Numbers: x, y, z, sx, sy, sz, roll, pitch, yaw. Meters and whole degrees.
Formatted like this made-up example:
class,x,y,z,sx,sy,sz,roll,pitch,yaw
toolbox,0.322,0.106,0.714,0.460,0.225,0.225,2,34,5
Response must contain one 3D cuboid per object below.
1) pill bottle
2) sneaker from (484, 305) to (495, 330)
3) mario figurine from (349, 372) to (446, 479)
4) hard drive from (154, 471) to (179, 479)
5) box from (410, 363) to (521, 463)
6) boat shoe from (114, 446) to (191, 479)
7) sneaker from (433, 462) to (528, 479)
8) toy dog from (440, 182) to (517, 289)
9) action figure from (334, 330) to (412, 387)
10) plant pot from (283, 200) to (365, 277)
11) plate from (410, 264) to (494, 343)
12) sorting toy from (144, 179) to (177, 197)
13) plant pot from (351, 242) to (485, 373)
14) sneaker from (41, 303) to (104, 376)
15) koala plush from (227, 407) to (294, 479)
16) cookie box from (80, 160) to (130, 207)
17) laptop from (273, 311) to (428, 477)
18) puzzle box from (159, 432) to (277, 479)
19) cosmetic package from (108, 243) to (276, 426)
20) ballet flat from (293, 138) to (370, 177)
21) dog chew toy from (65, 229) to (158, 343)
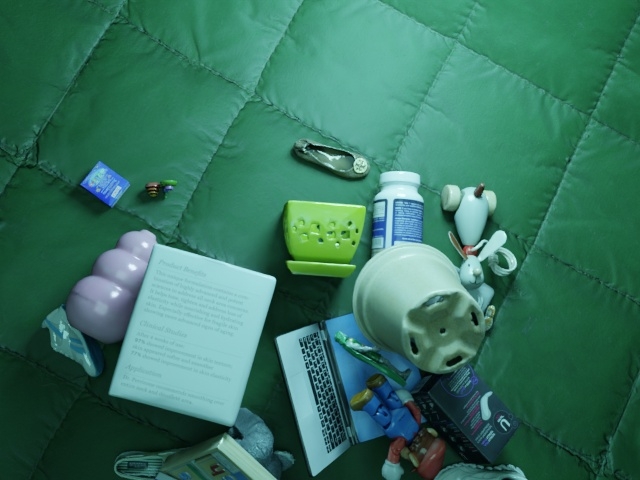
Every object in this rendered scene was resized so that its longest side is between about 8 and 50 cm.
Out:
class,x,y,z,sx,sy,sz,roll,pitch,yaw
pill bottle,0.233,-0.066,1.922,0.153,0.153,0.265,4,83,-5
sneaker,0.524,0.241,1.979,0.031,0.037,0.083,24,104,17
mario figurine,0.213,0.541,1.795,0.198,0.170,0.321,-40,90,0
hard drive,-0.307,0.758,1.730,0.318,0.210,0.040,21,39,8
box,0.417,0.496,1.864,0.165,0.143,0.270,-41,88,-26
boat shoe,-0.431,0.645,1.798,0.302,0.094,0.109,1,83,-7
sneaker,0.476,0.718,1.875,0.291,0.118,0.110,-3,85,-5
toy dog,0.470,-0.038,1.917,0.220,0.161,0.334,-16,73,-13
action figure,0.141,0.321,1.777,0.232,0.137,0.064,29,83,4
plant pot,0.000,0.000,1.860,0.228,0.227,0.207,5,89,-6
plate,0.373,0.205,1.940,0.277,0.045,0.278,31,80,-11
sorting toy,-0.473,-0.152,1.906,0.101,0.061,0.042,-6,84,16
plant pot,0.281,0.199,1.714,0.333,0.305,0.334,-2,102,-11
sneaker,-0.703,0.298,1.822,0.092,0.087,0.229,-36,81,-1
koala plush,-0.181,0.622,1.793,0.196,0.203,0.221,-45,119,-31
cookie box,-0.640,-0.166,1.899,0.107,0.040,0.092,37,81,0
laptop,0.105,0.403,1.820,0.236,0.408,0.382,-18,84,26
puzzle box,-0.207,0.693,1.704,0.409,0.272,0.052,47,37,-14
cosmetic package,-0.332,0.250,1.739,0.329,0.327,0.394,17,83,-4
ballet flat,0.036,-0.257,1.972,0.249,0.058,0.084,20,82,-3
dog chew toy,-0.567,0.120,1.802,0.206,0.206,0.332,28,73,-2
